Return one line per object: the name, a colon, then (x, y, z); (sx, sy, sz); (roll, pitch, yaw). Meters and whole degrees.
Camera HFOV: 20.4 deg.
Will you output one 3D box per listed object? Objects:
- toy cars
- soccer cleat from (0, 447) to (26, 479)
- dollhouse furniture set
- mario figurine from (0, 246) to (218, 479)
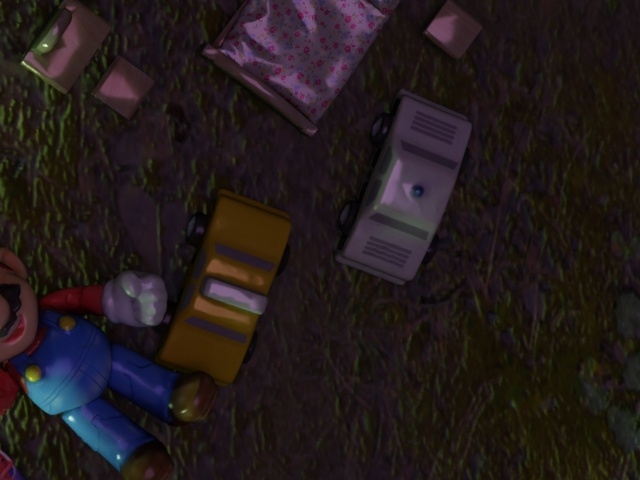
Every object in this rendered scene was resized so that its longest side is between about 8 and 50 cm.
toy cars: (0.000, 0.000, 1.740); (0.394, 0.087, 0.176); (-30, 102, -9)
soccer cleat: (-0.351, 0.189, 1.672); (0.248, 0.083, 0.095); (37, 107, -10)
dollhouse furniture set: (-0.049, -0.188, 1.666); (0.355, 0.174, 0.303); (36, 87, -14)
mario figurine: (-0.253, 0.107, 1.627); (0.320, 0.198, 0.170); (33, 130, -15)
